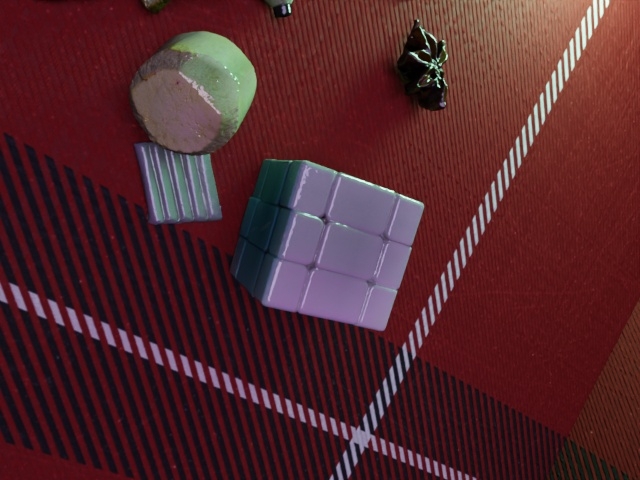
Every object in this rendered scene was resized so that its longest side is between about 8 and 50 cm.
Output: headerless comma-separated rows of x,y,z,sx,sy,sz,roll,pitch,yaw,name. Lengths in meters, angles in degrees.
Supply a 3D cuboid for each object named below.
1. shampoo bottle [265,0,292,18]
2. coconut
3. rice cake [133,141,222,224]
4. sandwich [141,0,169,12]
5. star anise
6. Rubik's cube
-0.112,-0.654,1.148,0.127,0.078,0.257,-22,111,-30,shampoo bottle
-0.266,-0.319,1.061,0.239,0.244,0.239,4,127,5,coconut
-0.332,-0.137,1.166,0.189,0.037,0.198,-6,102,-24,rice cake
-0.303,-0.604,1.039,0.214,0.065,0.186,-21,109,5,sandwich
0.281,-0.457,1.342,0.190,0.126,0.220,34,57,-25,star anise
0.000,0.000,1.185,0.319,0.322,0.316,16,94,-25,Rubik's cube
